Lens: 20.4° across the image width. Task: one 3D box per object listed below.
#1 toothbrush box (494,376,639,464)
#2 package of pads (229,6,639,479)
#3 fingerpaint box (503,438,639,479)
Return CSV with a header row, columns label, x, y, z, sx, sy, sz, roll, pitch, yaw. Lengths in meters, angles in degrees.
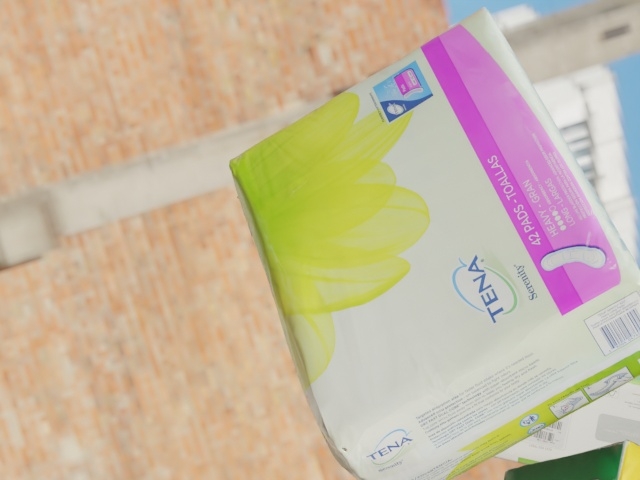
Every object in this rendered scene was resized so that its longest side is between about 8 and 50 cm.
label,x,y,z,sx,sy,sz,roll,pitch,yaw
toothbrush box,0.317,0.186,2.049,0.283,0.206,0.122,-25,125,-75
package of pads,0.075,0.008,1.193,0.101,0.229,0.296,51,12,-45
fingerpaint box,0.274,0.428,1.313,0.163,0.371,0.445,-26,-137,56
